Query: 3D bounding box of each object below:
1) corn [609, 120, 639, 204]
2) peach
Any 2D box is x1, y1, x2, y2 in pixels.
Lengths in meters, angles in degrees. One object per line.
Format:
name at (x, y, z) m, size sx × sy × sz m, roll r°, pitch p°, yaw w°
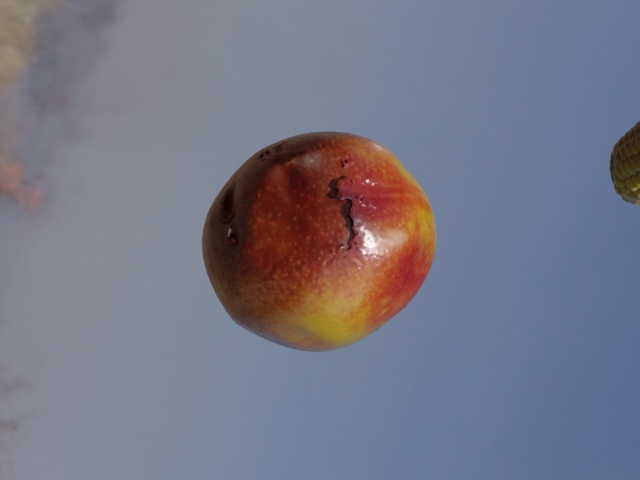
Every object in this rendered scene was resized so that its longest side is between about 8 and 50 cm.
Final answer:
corn at (0.498, -0.145, 1.968) m, size 0.363 × 0.120 × 0.120 m, roll -34°, pitch -147°, yaw 49°
peach at (0.000, 0.000, 1.532) m, size 0.231 × 0.231 × 0.231 m, roll -159°, pitch -90°, yaw -81°
